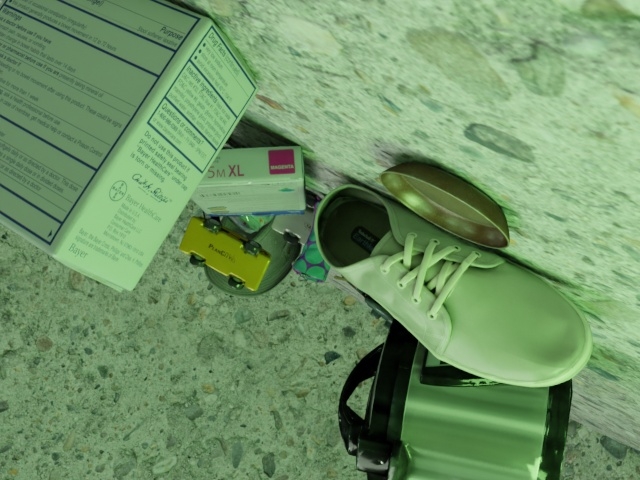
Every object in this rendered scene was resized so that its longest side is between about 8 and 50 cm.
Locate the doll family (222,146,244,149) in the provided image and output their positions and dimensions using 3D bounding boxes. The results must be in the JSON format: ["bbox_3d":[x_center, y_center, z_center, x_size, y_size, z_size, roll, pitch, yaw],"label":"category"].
[{"bbox_3d":[-0.245,-0.165,1.276,0.263,0.118,0.163,34,173,-27],"label":"doll family"}]

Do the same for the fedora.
[{"bbox_3d":[-0.175,-0.005,1.757,0.244,0.275,0.124,21,148,22],"label":"fedora"}]

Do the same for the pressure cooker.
[{"bbox_3d":[0.246,0.332,1.362,0.420,0.375,0.370,8,162,15],"label":"pressure cooker"}]

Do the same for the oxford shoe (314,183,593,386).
[{"bbox_3d":[0.154,0.053,0.976,0.449,0.169,0.130,33,174,31],"label":"oxford shoe"}]

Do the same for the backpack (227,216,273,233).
[{"bbox_3d":[-0.153,-0.083,1.541,0.152,0.115,0.182,35,170,-12],"label":"backpack"}]

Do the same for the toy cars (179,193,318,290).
[{"bbox_3d":[-0.089,-0.002,1.418,0.394,0.176,0.087,-12,-171,17],"label":"toy cars"}]

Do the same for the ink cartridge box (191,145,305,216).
[{"bbox_3d":[-0.117,-0.090,1.172,0.186,0.065,0.311,-3,171,0],"label":"ink cartridge box"}]

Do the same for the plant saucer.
[{"bbox_3d":[0.147,-0.044,0.812,0.168,0.029,0.168,29,174,3],"label":"plant saucer"}]

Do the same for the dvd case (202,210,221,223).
[{"bbox_3d":[-0.254,-0.086,1.602,0.022,0.253,0.180,-12,-176,-14],"label":"dvd case"}]

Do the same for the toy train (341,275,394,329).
[{"bbox_3d":[0.153,0.111,1.587,0.190,0.142,0.334,36,178,34],"label":"toy train"}]

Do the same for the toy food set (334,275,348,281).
[{"bbox_3d":[0.060,0.023,1.456,0.078,0.122,0.019,10,-172,38],"label":"toy food set"}]

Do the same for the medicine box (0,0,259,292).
[{"bbox_3d":[-0.264,-0.136,0.792,0.263,0.289,0.149,28,171,23],"label":"medicine box"}]

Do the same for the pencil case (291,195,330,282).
[{"bbox_3d":[0.000,0.000,1.295,0.070,0.151,0.064,21,178,-2],"label":"pencil case"}]
